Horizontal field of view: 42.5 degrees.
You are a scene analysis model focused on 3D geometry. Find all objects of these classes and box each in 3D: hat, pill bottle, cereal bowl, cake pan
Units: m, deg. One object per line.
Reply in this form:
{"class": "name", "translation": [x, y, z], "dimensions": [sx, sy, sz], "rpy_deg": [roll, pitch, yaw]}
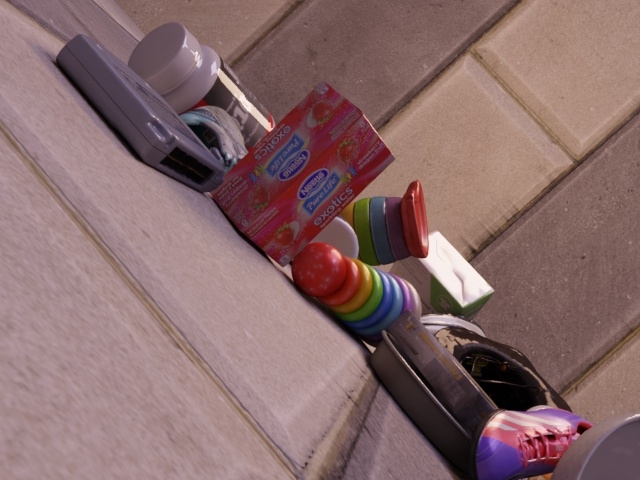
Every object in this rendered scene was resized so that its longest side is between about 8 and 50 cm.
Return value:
{"class": "hat", "translation": [0.332, 0.326, 1.637], "dimensions": [0.331, 0.134, 0.331], "rpy_deg": [23, 26, -12]}
{"class": "pill bottle", "translation": [0.000, 0.000, 1.617], "dimensions": [0.130, 0.130, 0.246], "rpy_deg": [48, 3, -8]}
{"class": "cereal bowl", "translation": [0.468, 0.426, 1.222], "dimensions": [0.339, 0.339, 0.141], "rpy_deg": [48, -21, -5]}
{"class": "cake pan", "translation": [0.185, 0.278, 1.391], "dimensions": [0.293, 0.054, 0.293], "rpy_deg": [48, 2, -3]}
{"class": "pill bottle", "translation": [-0.224, -0.267, 1.570], "dimensions": [0.283, 0.161, 0.161], "rpy_deg": [45, 4, -45]}

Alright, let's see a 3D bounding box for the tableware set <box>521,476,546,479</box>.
{"class": "tableware set", "translation": [0.503, 0.534, 1.921], "dimensions": [0.128, 0.039, 0.194], "rpy_deg": [22, 42, -51]}

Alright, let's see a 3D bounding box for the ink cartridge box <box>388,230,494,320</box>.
{"class": "ink cartridge box", "translation": [0.237, 0.172, 1.976], "dimensions": [0.207, 0.119, 0.353], "rpy_deg": [49, -40, 22]}

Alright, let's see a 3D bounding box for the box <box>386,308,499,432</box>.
{"class": "box", "translation": [0.226, 0.240, 1.403], "dimensions": [0.183, 0.056, 0.231], "rpy_deg": [47, 3, -39]}

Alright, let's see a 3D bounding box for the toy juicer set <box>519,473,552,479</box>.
{"class": "toy juicer set", "translation": [0.460, 0.533, 1.999], "dimensions": [0.329, 0.089, 0.209], "rpy_deg": [19, 44, -53]}

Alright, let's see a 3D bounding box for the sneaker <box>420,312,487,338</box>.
{"class": "sneaker", "translation": [0.333, 0.331, 1.793], "dimensions": [0.447, 0.169, 0.258], "rpy_deg": [26, 36, -30]}

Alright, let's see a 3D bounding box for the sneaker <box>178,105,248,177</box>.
{"class": "sneaker", "translation": [-0.154, -0.113, 1.422], "dimensions": [0.283, 0.110, 0.122], "rpy_deg": [46, 20, 9]}

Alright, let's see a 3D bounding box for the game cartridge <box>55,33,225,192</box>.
{"class": "game cartridge", "translation": [-0.236, -0.167, 1.113], "dimensions": [0.198, 0.062, 0.297], "rpy_deg": [44, 2, 10]}

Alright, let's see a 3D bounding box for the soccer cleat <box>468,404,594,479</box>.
{"class": "soccer cleat", "translation": [0.337, 0.317, 1.277], "dimensions": [0.116, 0.109, 0.318], "rpy_deg": [3, -1, 39]}

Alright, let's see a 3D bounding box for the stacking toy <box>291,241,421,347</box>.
{"class": "stacking toy", "translation": [0.051, 0.085, 1.432], "dimensions": [0.141, 0.141, 0.330], "rpy_deg": [50, 9, 36]}

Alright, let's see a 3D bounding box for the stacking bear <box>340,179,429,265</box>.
{"class": "stacking bear", "translation": [0.083, -0.021, 1.813], "dimensions": [0.175, 0.288, 0.164], "rpy_deg": [-52, 133, -70]}

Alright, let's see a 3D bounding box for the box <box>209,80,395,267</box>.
{"class": "box", "translation": [-0.028, -0.102, 1.290], "dimensions": [0.123, 0.257, 0.128], "rpy_deg": [47, 2, 41]}
